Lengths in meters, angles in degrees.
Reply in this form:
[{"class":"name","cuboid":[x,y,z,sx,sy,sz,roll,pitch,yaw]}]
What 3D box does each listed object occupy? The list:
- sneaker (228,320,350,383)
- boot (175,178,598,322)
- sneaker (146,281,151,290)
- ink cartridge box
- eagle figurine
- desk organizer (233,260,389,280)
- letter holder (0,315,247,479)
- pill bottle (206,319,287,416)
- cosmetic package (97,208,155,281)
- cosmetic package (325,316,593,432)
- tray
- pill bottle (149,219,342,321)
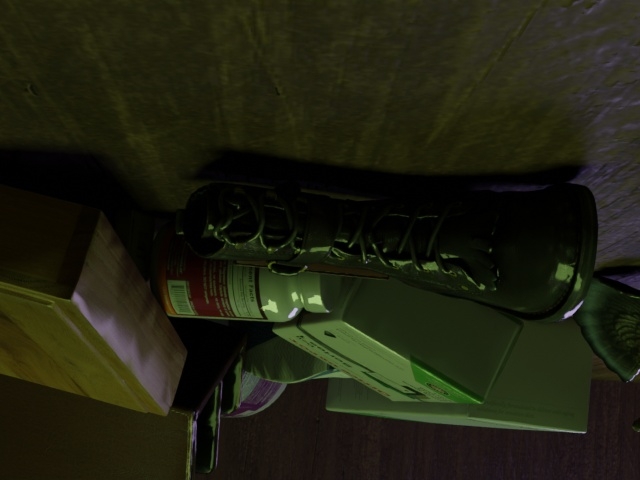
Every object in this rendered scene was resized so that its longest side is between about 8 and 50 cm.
[{"class":"sneaker","cuboid":[0.060,0.109,1.584,0.315,0.127,0.182,-2,168,28]},{"class":"boot","cuboid":[0.033,0.000,0.926,0.229,0.091,0.263,7,174,-23]},{"class":"sneaker","cuboid":[-0.262,0.057,1.473,0.236,0.104,0.095,2,173,26]},{"class":"ink cartridge box","cuboid":[0.066,0.081,1.328,0.160,0.092,0.219,31,165,-12]},{"class":"eagle figurine","cuboid":[0.359,0.104,1.345,0.226,0.225,0.298,45,-159,-8]},{"class":"desk organizer","cuboid":[0.000,0.000,1.112,0.130,0.047,0.050,6,170,-13]},{"class":"letter holder","cuboid":[-0.254,0.186,1.557,0.302,0.214,0.152,14,-146,13]},{"class":"pill bottle","cuboid":[-0.154,0.139,1.771,0.169,0.169,0.301,2,172,18]},{"class":"cosmetic package","cuboid":[-0.204,0.004,1.204,0.115,0.060,0.041,0,170,22]},{"class":"cosmetic package","cuboid":[0.180,0.171,1.886,0.197,0.155,0.365,11,171,-26]},{"class":"tray","cuboid":[-0.241,0.050,1.127,0.203,0.076,0.411,14,163,7]},{"class":"pill bottle","cuboid":[-0.062,0.026,1.190,0.152,0.086,0.086,2,172,18]}]
